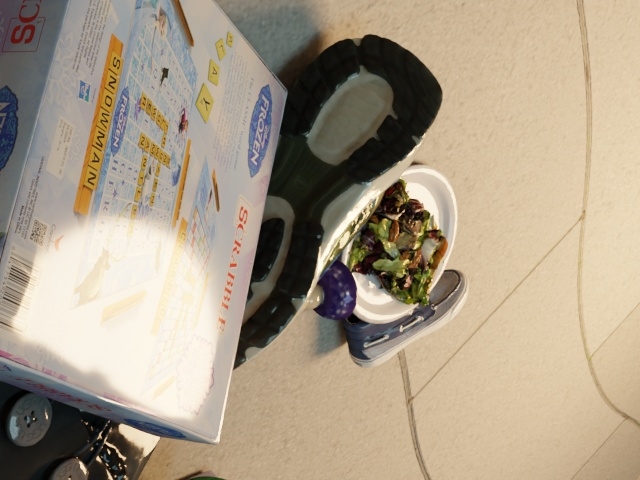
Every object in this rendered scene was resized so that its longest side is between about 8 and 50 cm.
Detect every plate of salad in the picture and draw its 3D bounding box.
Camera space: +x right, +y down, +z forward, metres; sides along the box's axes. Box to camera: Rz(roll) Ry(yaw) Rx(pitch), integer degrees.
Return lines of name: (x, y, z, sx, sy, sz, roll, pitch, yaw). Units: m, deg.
plate of salad: (0.102, 0.009, 1.264, 0.200, 0.048, 0.200, -22, 124, -36)

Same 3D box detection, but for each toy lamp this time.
toy lamp: (-0.077, 0.080, 1.119, 0.274, 0.080, 0.080, -12, 131, -44)

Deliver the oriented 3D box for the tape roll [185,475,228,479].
tape roll: (-0.120, 0.428, 1.189, 0.077, 0.321, 0.321, -13, 132, -45)

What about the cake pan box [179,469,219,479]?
cake pan box: (-0.114, 0.455, 1.296, 0.070, 0.246, 0.267, -13, 131, -44)

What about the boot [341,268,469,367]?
boot: (0.111, 0.080, 1.357, 0.190, 0.069, 0.086, -37, 140, -19)

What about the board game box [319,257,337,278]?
board game box: (0.000, 0.000, 1.123, 0.020, 0.090, 0.090, 38, 94, -23)

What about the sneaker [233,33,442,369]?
sneaker: (-0.039, 0.000, 1.026, 0.410, 0.158, 0.182, -46, 168, -13)

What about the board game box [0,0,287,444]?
board game box: (-0.135, -0.037, 0.772, 0.318, 0.066, 0.319, 45, 52, -61)

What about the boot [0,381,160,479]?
boot: (-0.301, 0.114, 0.726, 0.367, 0.146, 0.445, -45, 143, -30)
